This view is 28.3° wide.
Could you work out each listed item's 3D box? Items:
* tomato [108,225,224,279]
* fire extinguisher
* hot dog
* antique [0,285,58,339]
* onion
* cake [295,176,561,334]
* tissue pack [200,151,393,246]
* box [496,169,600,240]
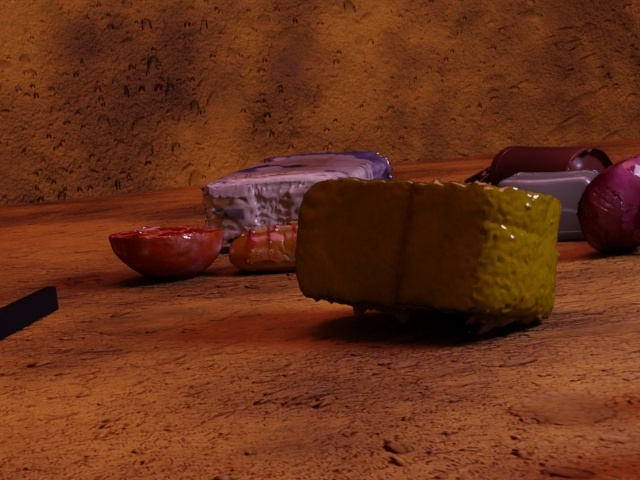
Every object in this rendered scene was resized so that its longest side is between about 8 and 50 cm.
[{"bbox_3d":[-0.210,0.019,1.723,0.155,0.069,0.155,-2,5,0],"label":"tomato"},{"bbox_3d":[0.372,-0.107,2.292,0.147,0.106,0.337,-34,17,-20],"label":"fire extinguisher"},{"bbox_3d":[0.000,0.000,1.730,0.250,0.076,0.104,-6,6,8],"label":"hot dog"},{"bbox_3d":[-0.342,0.083,1.459,0.015,0.031,0.192,-3,7,9],"label":"antique"},{"bbox_3d":[0.412,-0.029,1.613,0.150,0.150,0.140,-10,49,-34],"label":"onion"},{"bbox_3d":[0.109,0.010,1.277,0.260,0.156,0.179,6,-4,32],"label":"cake"},{"bbox_3d":[-0.029,-0.067,2.068,0.242,0.125,0.344,-1,10,14],"label":"tissue pack"},{"bbox_3d":[0.335,-0.052,1.848,0.172,0.093,0.124,-2,8,21],"label":"box"}]
